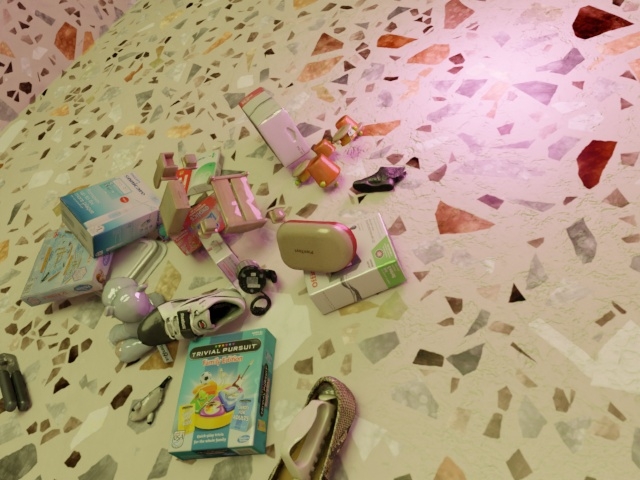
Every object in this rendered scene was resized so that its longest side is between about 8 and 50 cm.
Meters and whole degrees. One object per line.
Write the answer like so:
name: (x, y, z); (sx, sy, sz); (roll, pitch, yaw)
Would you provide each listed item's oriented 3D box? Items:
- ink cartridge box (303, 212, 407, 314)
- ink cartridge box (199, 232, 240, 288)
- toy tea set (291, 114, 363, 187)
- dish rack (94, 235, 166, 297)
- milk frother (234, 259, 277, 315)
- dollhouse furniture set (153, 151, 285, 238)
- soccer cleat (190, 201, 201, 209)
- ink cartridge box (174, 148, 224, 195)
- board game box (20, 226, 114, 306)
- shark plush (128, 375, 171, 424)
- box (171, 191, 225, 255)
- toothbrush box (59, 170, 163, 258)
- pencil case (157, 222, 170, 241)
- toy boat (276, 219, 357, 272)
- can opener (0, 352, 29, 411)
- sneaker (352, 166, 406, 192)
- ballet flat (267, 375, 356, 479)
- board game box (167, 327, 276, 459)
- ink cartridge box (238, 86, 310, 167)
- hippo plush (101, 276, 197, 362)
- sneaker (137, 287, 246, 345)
ink cartridge box: (0.088, 0.068, 1.643); (0.273, 0.114, 0.198); (-23, 48, 9)
ink cartridge box: (-0.315, 0.057, 1.847); (0.067, 0.115, 0.198); (-37, 48, -5)
toy tea set: (0.057, -0.303, 1.981); (0.336, 0.124, 0.200); (-50, 20, -12)
dish rack: (-0.761, 0.073, 2.083); (0.333, 0.072, 0.285); (18, 65, 36)
milk frother: (-0.209, 0.146, 1.746); (0.135, 0.129, 0.143); (-145, 76, -75)
dollhouse furniture set: (-0.344, -0.139, 1.870); (0.356, 0.174, 0.303); (-10, 67, -31)
soccer cleat: (-0.421, -0.128, 2.089); (0.179, 0.060, 0.072); (-14, 40, 7)
ink cartridge box: (-0.504, -0.263, 2.235); (0.225, 0.056, 0.180); (-11, 50, 16)
board game box: (-0.914, 0.069, 2.067); (0.318, 0.066, 0.318); (-13, 49, 17)
shark plush: (-0.510, 0.466, 1.664); (0.067, 0.073, 0.161); (-11, 48, 59)
box: (-0.402, -0.072, 1.955); (0.257, 0.122, 0.128); (-37, 10, -6)
toothbrush box: (-0.745, -0.100, 2.023); (0.296, 0.126, 0.216); (-29, 65, -39)
pencil case: (-0.522, -0.048, 2.064); (0.152, 0.064, 0.070); (-16, 87, 15)
toy boat: (0.000, 0.000, 1.588); (0.231, 0.150, 0.151); (4, 29, 30)
can opener: (-1.068, 0.492, 1.914); (0.283, 0.076, 0.095); (44, 112, 41)
sneaker: (0.196, -0.207, 1.856); (0.170, 0.051, 0.089); (2, 55, 21)
ballet flat: (-0.055, 0.536, 1.299); (0.164, 0.182, 0.482); (8, 58, 29)
board game box: (-0.267, 0.423, 1.560); (0.254, 0.079, 0.335); (-11, 51, 17)
ink cartridge box: (-0.173, -0.421, 2.059); (0.117, 0.207, 0.283); (-36, 36, 0)
hippo plush: (-0.594, 0.248, 1.748); (0.234, 0.236, 0.294); (-43, 48, -11)
sneaker: (-0.379, 0.229, 1.655); (0.331, 0.122, 0.146); (-21, 12, -15)
